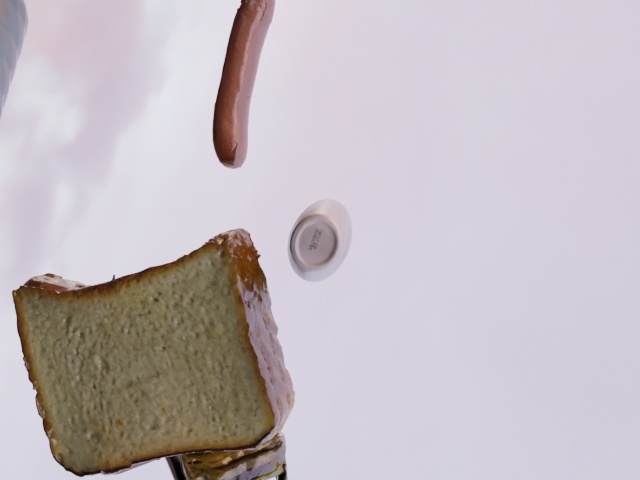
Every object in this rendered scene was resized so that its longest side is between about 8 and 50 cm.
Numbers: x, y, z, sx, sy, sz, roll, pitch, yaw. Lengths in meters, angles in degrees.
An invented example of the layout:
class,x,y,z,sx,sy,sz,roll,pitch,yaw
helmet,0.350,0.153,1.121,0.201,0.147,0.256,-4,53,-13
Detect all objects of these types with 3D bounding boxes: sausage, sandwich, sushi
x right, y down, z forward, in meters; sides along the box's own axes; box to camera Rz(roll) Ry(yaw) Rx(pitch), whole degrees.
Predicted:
class,x,y,z,sx,sy,sz,roll,pitch,yaw
sausage,-0.082,-0.166,1.744,0.043,0.043,0.186,13,-88,66
sandwich,-0.138,0.097,1.409,0.215,0.186,0.065,-16,-178,21
sushi,-0.101,0.127,1.584,0.291,0.139,0.131,-122,-157,-49

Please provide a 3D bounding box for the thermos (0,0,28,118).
class,x,y,z,sx,sy,sz,roll,pitch,yaw
thermos,-0.429,-0.246,1.957,0.145,0.182,0.286,117,-16,-50

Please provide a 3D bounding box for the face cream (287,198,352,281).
class,x,y,z,sx,sy,sz,roll,pitch,yaw
face cream,0.000,0.000,1.421,0.182,0.051,0.072,-26,134,-88
